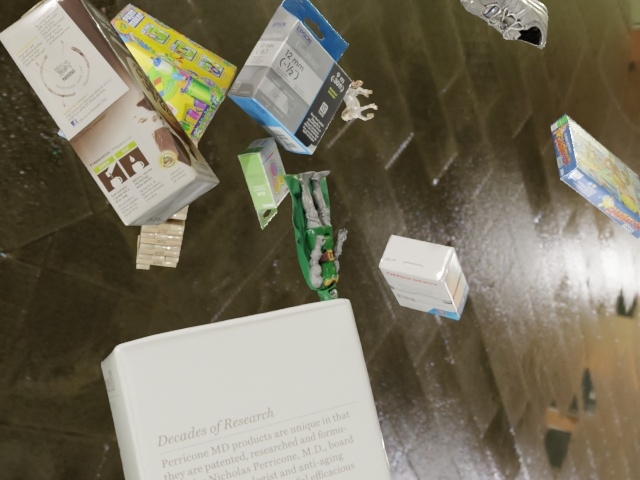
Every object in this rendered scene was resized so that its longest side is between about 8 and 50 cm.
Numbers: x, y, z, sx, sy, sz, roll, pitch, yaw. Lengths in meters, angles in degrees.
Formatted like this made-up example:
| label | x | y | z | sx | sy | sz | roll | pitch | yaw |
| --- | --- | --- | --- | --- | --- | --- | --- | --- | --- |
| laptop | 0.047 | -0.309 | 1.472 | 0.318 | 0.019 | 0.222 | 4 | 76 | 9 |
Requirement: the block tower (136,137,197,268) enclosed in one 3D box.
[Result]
| label | x | y | z | sx | sy | sz | roll | pitch | yaw |
| --- | --- | --- | --- | --- | --- | --- | --- | --- | --- |
| block tower | -0.328 | -0.078 | 1.603 | 0.336 | 0.097 | 0.091 | 113 | -22 | -43 |

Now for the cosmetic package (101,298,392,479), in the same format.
| label | x | y | z | sx | sy | sz | roll | pitch | yaw |
| --- | --- | --- | --- | --- | --- | --- | --- | --- | --- |
| cosmetic package | -0.111 | 0.320 | 1.098 | 0.327 | 0.329 | 0.394 | -11 | 82 | -21 |

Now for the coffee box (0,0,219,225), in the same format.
| label | x | y | z | sx | sy | sz | roll | pitch | yaw |
| --- | --- | --- | --- | --- | --- | --- | --- | --- | --- |
| coffee box | -0.279 | -0.173 | 1.033 | 0.297 | 0.118 | 0.168 | 56 | 3 | 0 |

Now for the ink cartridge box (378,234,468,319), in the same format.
| label | x | y | z | sx | sy | sz | roll | pitch | yaw |
| --- | --- | --- | --- | --- | --- | --- | --- | --- | --- |
| ink cartridge box | 0.215 | 0.078 | 1.548 | 0.082 | 0.139 | 0.191 | -66 | 152 | -22 |

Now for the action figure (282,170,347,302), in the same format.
| label | x | y | z | sx | sy | sz | roll | pitch | yaw |
| --- | --- | --- | --- | --- | --- | --- | --- | --- | --- |
| action figure | 0.000 | 0.000 | 1.277 | 0.137 | 0.063 | 0.232 | -13 | 95 | -57 |

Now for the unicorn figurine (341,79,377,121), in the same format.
| label | x | y | z | sx | sy | sz | roll | pitch | yaw |
| --- | --- | --- | --- | --- | --- | --- | --- | --- | --- |
| unicorn figurine | 0.097 | -0.367 | 2.053 | 0.111 | 0.162 | 0.060 | -6 | 139 | -23 |

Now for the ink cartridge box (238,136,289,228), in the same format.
| label | x | y | z | sx | sy | sz | roll | pitch | yaw |
| --- | --- | --- | --- | --- | --- | --- | --- | --- | --- |
| ink cartridge box | -0.133 | -0.146 | 1.925 | 0.109 | 0.062 | 0.209 | -58 | 138 | -56 |

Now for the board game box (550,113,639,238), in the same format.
| label | x | y | z | sx | sy | sz | roll | pitch | yaw |
| --- | --- | --- | --- | --- | --- | --- | --- | --- | --- |
| board game box | 0.469 | -0.107 | 1.262 | 0.201 | 0.035 | 0.136 | 32 | 42 | -24 |

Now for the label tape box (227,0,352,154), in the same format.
| label | x | y | z | sx | sy | sz | roll | pitch | yaw |
| --- | --- | --- | --- | --- | --- | --- | --- | --- | --- |
| label tape box | -0.046 | -0.433 | 1.922 | 0.249 | 0.115 | 0.348 | 40 | 75 | -42 |

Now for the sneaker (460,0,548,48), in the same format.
| label | x | y | z | sx | sy | sz | roll | pitch | yaw |
| --- | --- | --- | --- | --- | --- | --- | --- | --- | --- |
| sneaker | 0.472 | -0.560 | 1.880 | 0.281 | 0.105 | 0.115 | 7 | 65 | -30 |

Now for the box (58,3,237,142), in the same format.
| label | x | y | z | sx | sy | sz | roll | pitch | yaw |
| --- | --- | --- | --- | --- | --- | --- | --- | --- | --- |
| box | -0.386 | -0.315 | 1.701 | 0.279 | 0.290 | 0.177 | 29 | 31 | -14 |
